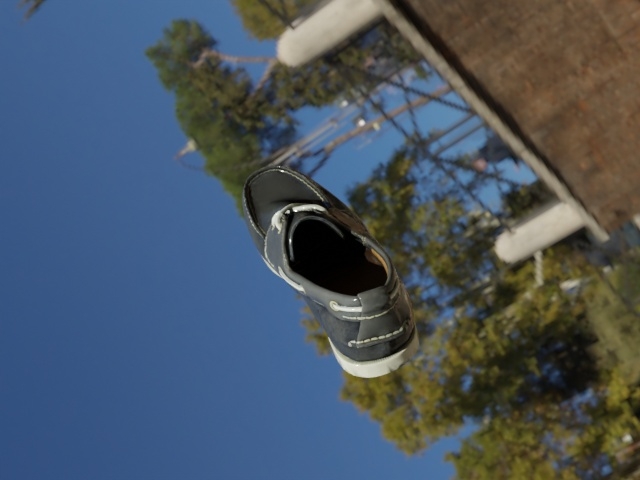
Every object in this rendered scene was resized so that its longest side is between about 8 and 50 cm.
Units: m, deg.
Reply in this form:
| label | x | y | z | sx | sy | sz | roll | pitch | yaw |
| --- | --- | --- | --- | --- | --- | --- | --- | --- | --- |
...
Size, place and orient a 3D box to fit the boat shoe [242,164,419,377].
| label | x | y | z | sx | sy | sz | roll | pitch | yaw |
| --- | --- | --- | --- | --- | --- | --- | --- | --- | --- |
| boat shoe | 0.000 | 0.000 | 0.809 | 0.233 | 0.084 | 0.079 | 53 | 170 | 48 |
